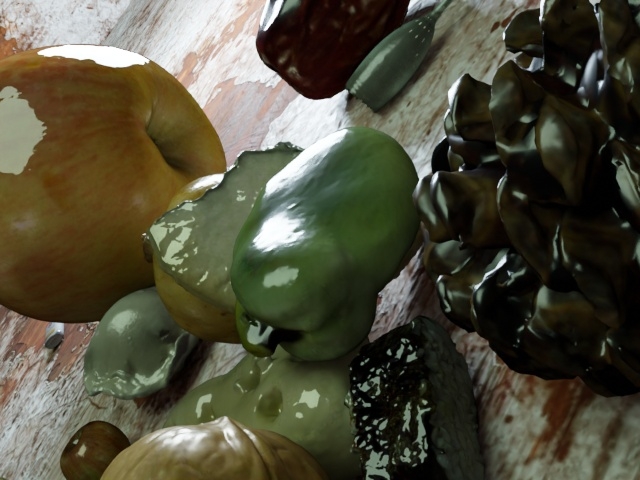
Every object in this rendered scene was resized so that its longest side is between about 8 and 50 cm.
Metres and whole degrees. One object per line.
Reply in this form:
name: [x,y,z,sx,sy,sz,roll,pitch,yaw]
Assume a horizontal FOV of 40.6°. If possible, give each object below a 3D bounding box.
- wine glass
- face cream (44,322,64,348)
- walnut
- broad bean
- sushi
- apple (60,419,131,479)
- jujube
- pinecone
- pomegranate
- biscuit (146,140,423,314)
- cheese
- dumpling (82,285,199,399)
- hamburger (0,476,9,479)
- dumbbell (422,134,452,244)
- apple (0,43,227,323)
wine glass: [0.111,-0.237,1.012,0.198,0.066,0.066,-48,28,9]
face cream: [-0.451,0.150,1.467,0.040,0.021,0.083,-48,27,8]
walnut: [-0.073,0.236,0.591,0.193,0.193,0.225,-9,66,54]
broad bean: [0.000,0.000,0.713,0.169,0.100,0.228,5,50,44]
sushi: [0.068,0.131,0.617,0.078,0.090,0.150,-30,40,23]
apple: [-0.257,0.252,0.999,0.084,0.071,0.084,-39,22,20]
jujube: [0.020,-0.308,1.111,0.243,0.183,0.183,-50,27,4]
pinecone: [0.167,-0.021,0.490,0.257,0.243,0.243,-49,25,32]
pomegranate: [-0.102,0.016,0.914,0.196,0.196,0.196,-37,31,27]
biscuit: [-0.029,-0.016,0.812,0.040,0.266,0.188,93,169,-66]
cheese: [-0.057,0.170,0.761,0.263,0.093,0.159,-39,28,24]
dumpling: [-0.200,0.123,1.034,0.127,0.108,0.188,28,66,37]
hamburger: [-0.333,0.356,0.799,0.274,0.274,0.212,-60,-7,-14]
dumbbell: [0.134,-0.033,0.694,0.099,0.099,0.208,-28,36,39]
apple: [-0.316,-0.080,1.156,0.347,0.391,0.391,-17,41,21]
